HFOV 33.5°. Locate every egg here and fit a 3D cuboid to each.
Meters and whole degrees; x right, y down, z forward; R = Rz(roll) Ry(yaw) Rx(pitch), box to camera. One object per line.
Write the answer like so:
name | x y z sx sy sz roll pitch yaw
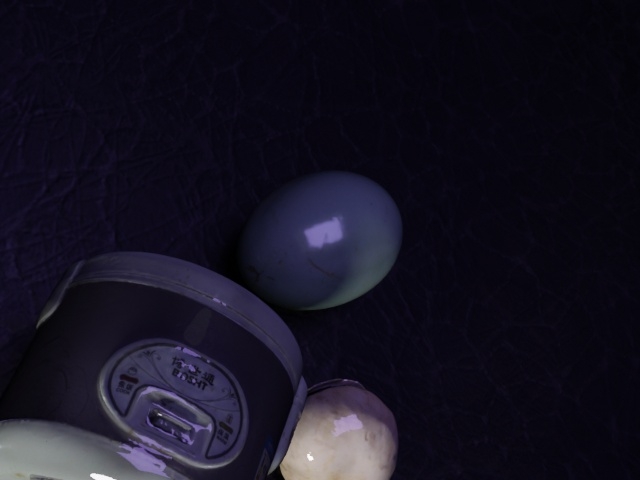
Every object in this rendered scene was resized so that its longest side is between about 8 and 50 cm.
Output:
egg | 0.000 0.000 1.324 0.230 0.168 0.168 -20 79 -35

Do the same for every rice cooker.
rice cooker | -0.168 0.170 1.061 0.288 0.288 0.277 34 53 -15

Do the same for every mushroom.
mushroom | 0.018 0.239 1.252 0.154 0.122 0.154 -8 110 -23
